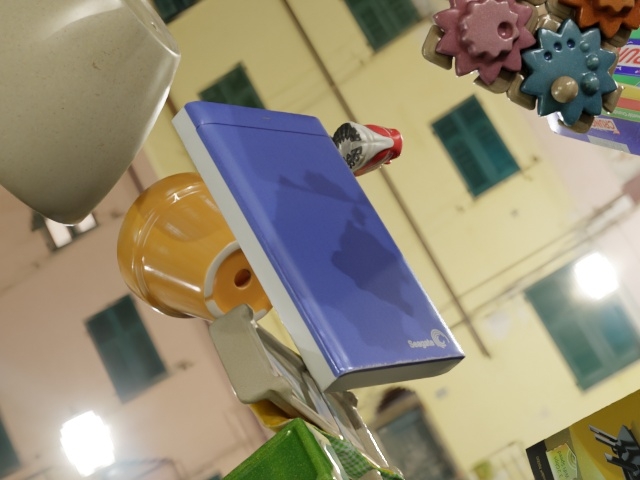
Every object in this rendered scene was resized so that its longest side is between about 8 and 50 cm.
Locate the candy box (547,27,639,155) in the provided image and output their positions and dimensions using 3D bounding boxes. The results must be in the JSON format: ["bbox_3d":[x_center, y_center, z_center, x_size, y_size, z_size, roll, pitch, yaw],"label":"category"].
[{"bbox_3d":[0.513,-0.268,1.783,0.317,0.122,0.268,-40,30,-14],"label":"candy box"}]

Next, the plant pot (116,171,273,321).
[{"bbox_3d":[-0.147,0.028,1.673,0.205,0.188,0.205,-13,-66,-31],"label":"plant pot"}]

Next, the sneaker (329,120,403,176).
[{"bbox_3d":[0.064,-0.148,2.167,0.118,0.107,0.279,-3,-1,-21],"label":"sneaker"}]

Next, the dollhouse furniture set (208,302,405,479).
[{"bbox_3d":[-0.033,0.222,1.114,0.151,0.301,0.197,-43,-58,6],"label":"dollhouse furniture set"}]

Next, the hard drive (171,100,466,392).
[{"bbox_3d":[0.000,0.000,1.221,0.040,0.318,0.210,-44,-26,30],"label":"hard drive"}]

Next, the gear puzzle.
[{"bbox_3d":[0.223,-0.265,0.983,0.338,0.176,0.044,-66,12,-4],"label":"gear puzzle"}]

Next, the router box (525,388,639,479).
[{"bbox_3d":[0.402,0.351,1.474,0.081,0.308,0.243,9,-35,-39],"label":"router box"}]

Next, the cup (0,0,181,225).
[{"bbox_3d":[-0.315,-0.219,1.495,0.237,0.331,0.331,-38,-18,9],"label":"cup"}]
